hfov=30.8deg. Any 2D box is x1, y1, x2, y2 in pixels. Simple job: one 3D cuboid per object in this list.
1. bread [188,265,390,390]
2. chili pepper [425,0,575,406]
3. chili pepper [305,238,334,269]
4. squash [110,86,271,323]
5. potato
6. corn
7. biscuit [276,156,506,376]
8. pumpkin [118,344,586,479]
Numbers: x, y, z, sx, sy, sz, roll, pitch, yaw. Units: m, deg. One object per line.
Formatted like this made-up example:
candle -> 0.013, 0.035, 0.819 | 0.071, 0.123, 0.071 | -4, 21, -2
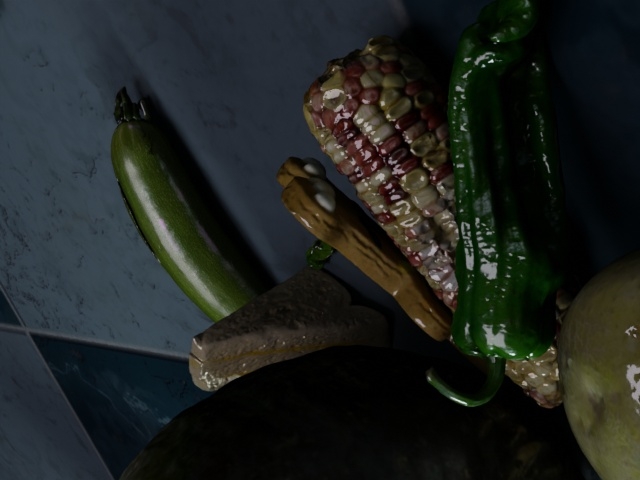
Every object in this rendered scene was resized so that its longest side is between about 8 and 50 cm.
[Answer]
bread -> -0.027, 0.098, 1.032 | 0.105, 0.152, 0.077 | 38, 146, 30
chili pepper -> 0.113, -0.028, 0.720 | 0.074, 0.100, 0.256 | -2, 91, 29
chili pepper -> 0.000, 0.000, 1.021 | 0.027, 0.022, 0.083 | 8, 136, 4
squash -> -0.123, 0.001, 1.125 | 0.318, 0.071, 0.080 | 56, 147, -6
potato -> 0.235, 0.096, 0.701 | 0.178, 0.160, 0.235 | 50, 162, 37
corn -> 0.098, -0.011, 0.811 | 0.290, 0.098, 0.098 | 54, 148, -2
biscuit -> 0.062, 0.021, 0.878 | 0.240, 0.035, 0.158 | 40, -169, -19
pumpkin -> 0.027, 0.305, 0.884 | 0.454, 0.454, 0.344 | 56, 151, -7
